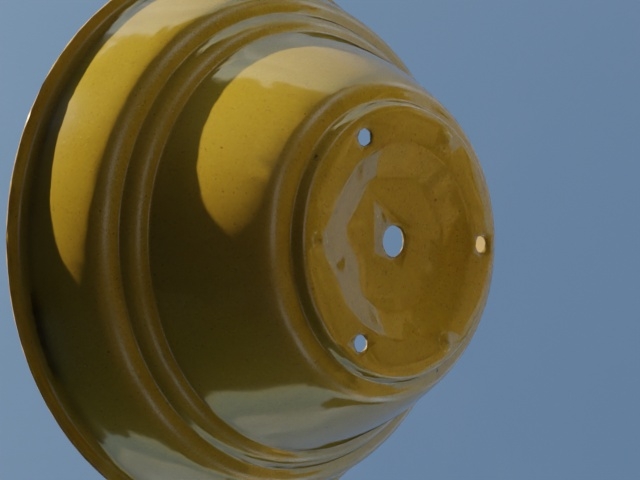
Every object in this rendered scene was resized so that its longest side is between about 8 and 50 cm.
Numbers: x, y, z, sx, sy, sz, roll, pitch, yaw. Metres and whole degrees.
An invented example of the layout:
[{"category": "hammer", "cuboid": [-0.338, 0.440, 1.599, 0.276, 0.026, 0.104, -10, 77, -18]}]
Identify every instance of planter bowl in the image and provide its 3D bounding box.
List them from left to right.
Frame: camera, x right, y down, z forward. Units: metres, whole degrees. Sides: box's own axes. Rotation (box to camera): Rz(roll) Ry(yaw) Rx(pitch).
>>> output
[{"category": "planter bowl", "cuboid": [0.000, 0.000, 0.641, 0.090, 0.217, 0.217, -1, -92, 47]}]
